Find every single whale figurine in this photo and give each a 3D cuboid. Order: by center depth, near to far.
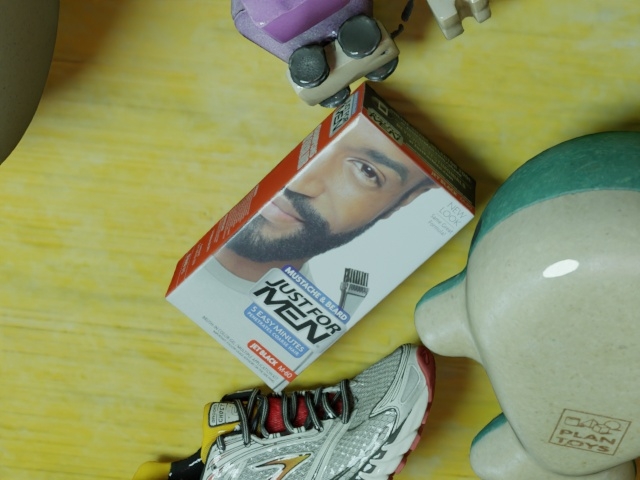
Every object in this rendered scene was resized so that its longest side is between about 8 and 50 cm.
[{"bbox_3d":[0.162,0.046,1.112,0.216,0.141,0.272,10,141,0],"label":"whale figurine"}]

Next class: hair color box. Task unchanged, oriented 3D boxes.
[{"bbox_3d":[0.000,0.000,1.126,0.093,0.053,0.167,41,111,-14],"label":"hair color box"}]

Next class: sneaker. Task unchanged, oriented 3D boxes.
[{"bbox_3d":[-0.024,0.129,1.173,0.225,0.088,0.093,-36,108,19],"label":"sneaker"}]

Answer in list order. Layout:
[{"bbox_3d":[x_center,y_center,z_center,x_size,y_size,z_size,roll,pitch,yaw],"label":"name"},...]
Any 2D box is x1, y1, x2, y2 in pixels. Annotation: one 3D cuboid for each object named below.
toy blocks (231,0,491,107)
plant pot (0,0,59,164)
[{"bbox_3d":[0.023,-0.263,0.931,0.288,0.309,0.260,-30,78,6],"label":"toy blocks"},{"bbox_3d":[-0.246,-0.114,0.994,0.284,0.284,0.191,-19,148,13],"label":"plant pot"}]
